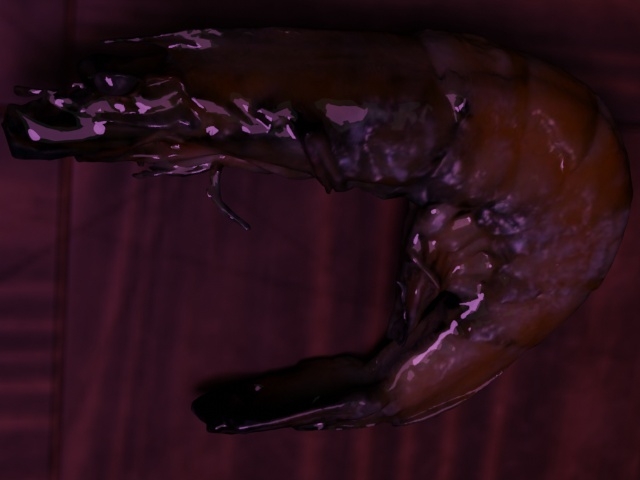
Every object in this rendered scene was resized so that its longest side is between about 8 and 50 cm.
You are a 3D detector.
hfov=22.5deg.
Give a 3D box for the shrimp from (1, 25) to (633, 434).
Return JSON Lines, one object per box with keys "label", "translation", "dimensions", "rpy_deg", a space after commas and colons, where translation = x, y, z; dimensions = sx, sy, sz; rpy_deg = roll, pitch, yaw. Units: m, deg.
{"label": "shrimp", "translation": [0.000, 0.000, 0.526], "dimensions": [0.217, 0.051, 0.150], "rpy_deg": [6, 116, -20]}
